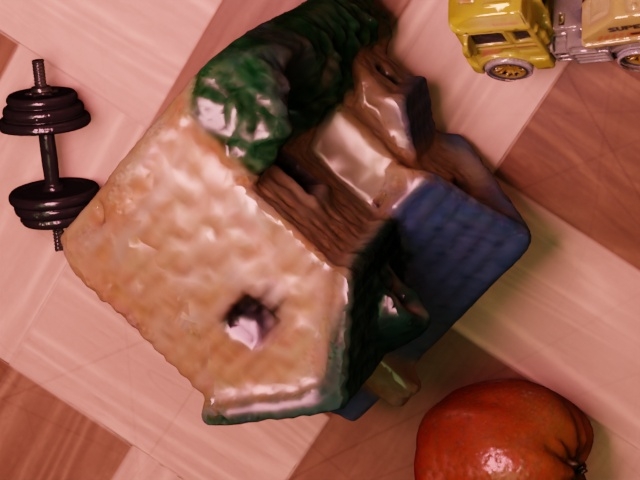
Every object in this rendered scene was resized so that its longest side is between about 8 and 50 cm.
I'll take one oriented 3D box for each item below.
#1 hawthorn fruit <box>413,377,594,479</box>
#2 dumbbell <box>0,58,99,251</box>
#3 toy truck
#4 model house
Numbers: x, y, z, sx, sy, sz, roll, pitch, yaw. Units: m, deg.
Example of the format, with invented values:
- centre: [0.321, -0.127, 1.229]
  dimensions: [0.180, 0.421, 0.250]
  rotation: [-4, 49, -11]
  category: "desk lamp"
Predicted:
- centre: [0.188, 0.227, 1.884]
  dimensions: [0.189, 0.189, 0.189]
  rotation: [4, 107, 12]
  category: "hawthorn fruit"
- centre: [-0.288, -0.089, 1.938]
  dimensions: [0.099, 0.099, 0.208]
  rotation: [0, 107, 14]
  category: "dumbbell"
- centre: [0.249, -0.235, 1.695]
  dimensions: [0.272, 0.157, 0.124]
  rotation: [-3, 71, 24]
  category: "toy truck"
- centre: [0.000, 0.000, 1.742]
  dimensions: [0.342, 0.382, 0.334]
  rotation: [44, 113, 3]
  category: "model house"
